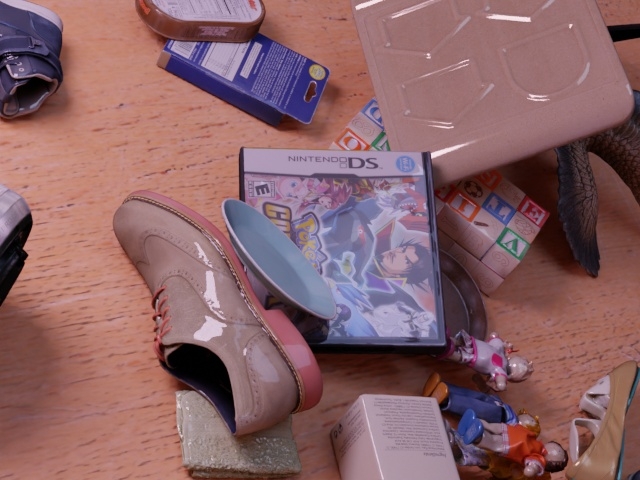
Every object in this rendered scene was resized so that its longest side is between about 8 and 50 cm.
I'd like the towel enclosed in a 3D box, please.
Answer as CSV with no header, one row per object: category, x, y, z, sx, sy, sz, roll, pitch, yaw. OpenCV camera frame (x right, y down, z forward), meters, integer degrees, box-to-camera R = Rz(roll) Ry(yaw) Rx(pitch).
towel,-0.094,0.220,1.649,0.148,0.027,0.110,8,51,-27

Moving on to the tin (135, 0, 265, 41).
tin,-0.164,-0.325,2.013,0.189,0.040,0.106,-4,59,-32

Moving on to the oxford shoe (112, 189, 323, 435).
oxford shoe,-0.148,0.076,1.659,0.130,0.123,0.348,-26,58,-34

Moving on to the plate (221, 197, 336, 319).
plate,-0.053,0.027,1.685,0.188,0.024,0.188,44,14,-14

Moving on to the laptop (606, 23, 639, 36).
laptop,0.306,-0.411,2.291,0.382,0.408,0.236,-11,95,-37

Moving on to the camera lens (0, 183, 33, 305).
camera lens,-0.451,-0.005,1.480,0.274,0.219,0.219,31,44,-4

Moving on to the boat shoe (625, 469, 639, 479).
boat shoe,0.502,0.376,1.846,0.254,0.079,0.095,44,45,9

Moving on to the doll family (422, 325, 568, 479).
doll family,0.211,0.227,1.783,0.163,0.118,0.263,22,28,-21

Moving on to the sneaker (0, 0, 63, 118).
sneaker,-0.424,-0.241,1.793,0.226,0.086,0.163,12,46,-24

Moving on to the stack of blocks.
stack of blocks,0.151,-0.059,1.993,0.297,0.087,0.171,38,44,2

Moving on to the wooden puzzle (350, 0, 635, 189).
wooden puzzle,0.229,-0.249,1.983,0.322,0.080,0.348,-19,60,9

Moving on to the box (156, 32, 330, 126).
box,-0.104,-0.242,2.026,0.225,0.036,0.136,26,44,-6

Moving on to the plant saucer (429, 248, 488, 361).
plant saucer,0.146,0.085,1.892,0.168,0.029,0.168,21,53,-30

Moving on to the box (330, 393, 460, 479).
box,0.102,0.314,1.642,0.113,0.094,0.275,7,51,-27

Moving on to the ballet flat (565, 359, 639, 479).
ballet flat,0.367,0.232,1.892,0.073,0.080,0.232,20,43,5

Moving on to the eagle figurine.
eagle figurine,0.398,-0.131,2.140,0.225,0.226,0.298,4,44,-55

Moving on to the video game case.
video game case,0.024,0.010,1.804,0.248,0.035,0.275,1,63,-8
